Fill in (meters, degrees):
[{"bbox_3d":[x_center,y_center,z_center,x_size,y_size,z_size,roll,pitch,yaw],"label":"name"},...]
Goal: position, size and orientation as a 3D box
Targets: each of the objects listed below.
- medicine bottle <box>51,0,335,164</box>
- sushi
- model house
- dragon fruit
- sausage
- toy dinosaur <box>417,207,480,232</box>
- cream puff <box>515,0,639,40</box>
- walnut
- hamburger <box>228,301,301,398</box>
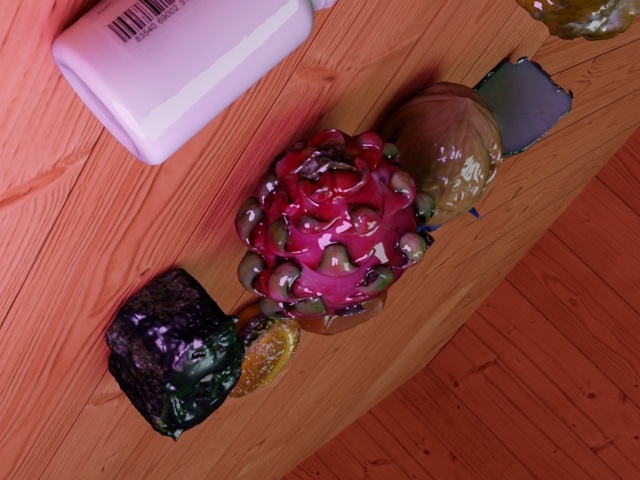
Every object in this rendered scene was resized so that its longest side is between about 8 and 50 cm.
[{"bbox_3d":[-0.071,-0.143,0.721,0.186,0.103,0.103,-43,167,-10],"label":"medicine bottle"},{"bbox_3d":[-0.156,0.131,1.244,0.124,0.127,0.225,-38,163,-26],"label":"sushi"},{"bbox_3d":[0.274,-0.181,1.640,0.148,0.119,0.149,-45,174,0],"label":"model house"},{"bbox_3d":[-0.004,-0.007,1.196,0.273,0.198,0.218,-28,-150,38],"label":"dragon fruit"},{"bbox_3d":[0.036,0.101,1.818,0.179,0.089,0.089,-25,159,-30],"label":"sausage"},{"bbox_3d":[0.129,-0.052,1.565,0.329,0.076,0.144,-15,-144,50],"label":"toy dinosaur"},{"bbox_3d":[0.311,-0.324,1.141,0.282,0.185,0.282,-14,170,-3],"label":"cream puff"},{"bbox_3d":[0.146,-0.109,1.380,0.155,0.155,0.184,-32,159,-42],"label":"walnut"},{"bbox_3d":[-0.097,0.161,1.588,0.166,0.087,0.137,-52,164,29],"label":"hamburger"}]
